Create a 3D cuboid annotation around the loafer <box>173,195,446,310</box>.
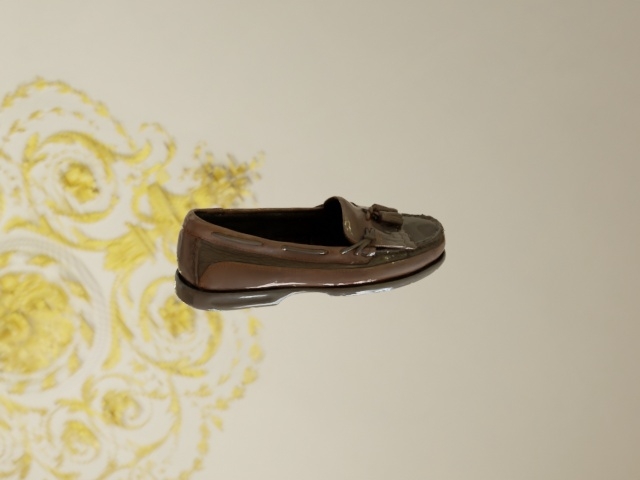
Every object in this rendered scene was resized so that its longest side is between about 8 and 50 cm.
[{"bbox_3d":[0.000,0.000,0.458,0.045,0.125,0.039,44,-43,52],"label":"loafer"}]
